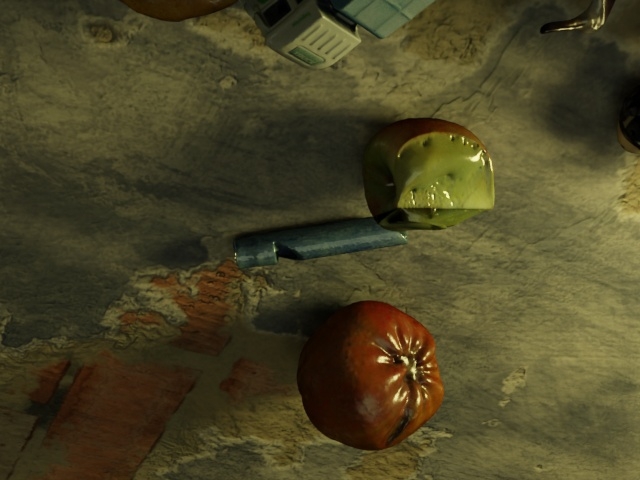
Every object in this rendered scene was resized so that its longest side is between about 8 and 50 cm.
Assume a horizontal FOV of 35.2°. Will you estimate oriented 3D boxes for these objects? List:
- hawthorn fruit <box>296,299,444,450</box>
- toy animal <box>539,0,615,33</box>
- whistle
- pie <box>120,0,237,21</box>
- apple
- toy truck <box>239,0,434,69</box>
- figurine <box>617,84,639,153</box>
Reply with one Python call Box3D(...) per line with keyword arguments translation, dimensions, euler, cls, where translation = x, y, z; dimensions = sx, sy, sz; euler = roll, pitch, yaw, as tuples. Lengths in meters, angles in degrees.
Box3D(translation=(0.072, 0.258, 1.899), dimensions=(0.298, 0.277, 0.277), euler=(-10, 140, 41), cls="hawthorn fruit")
Box3D(translation=(0.449, -0.416, 1.420), dimensions=(0.195, 0.090, 0.324), euler=(13, 114, -30), cls="toy animal")
Box3D(translation=(0.000, 0.000, 1.778), dimensions=(0.304, 0.062, 0.062), euler=(-8, 132, 1), cls="whistle")
Box3D(translation=(-0.194, -0.414, 1.328), dimensions=(0.273, 0.069, 0.273), euler=(6, 116, 12), cls="pie")
Box3D(translation=(0.171, -0.104, 1.632), dimensions=(0.188, 0.174, 0.207), euler=(-12, 134, -23), cls="apple")
Box3D(translation=(0.064, -0.381, 1.342), dimensions=(0.367, 0.175, 0.146), euler=(-34, 152, 25), cls="toy truck")
Box3D(translation=(0.632, -0.237, 1.556), dimensions=(0.306, 0.241, 0.412), euler=(26, 147, 2), cls="figurine")
